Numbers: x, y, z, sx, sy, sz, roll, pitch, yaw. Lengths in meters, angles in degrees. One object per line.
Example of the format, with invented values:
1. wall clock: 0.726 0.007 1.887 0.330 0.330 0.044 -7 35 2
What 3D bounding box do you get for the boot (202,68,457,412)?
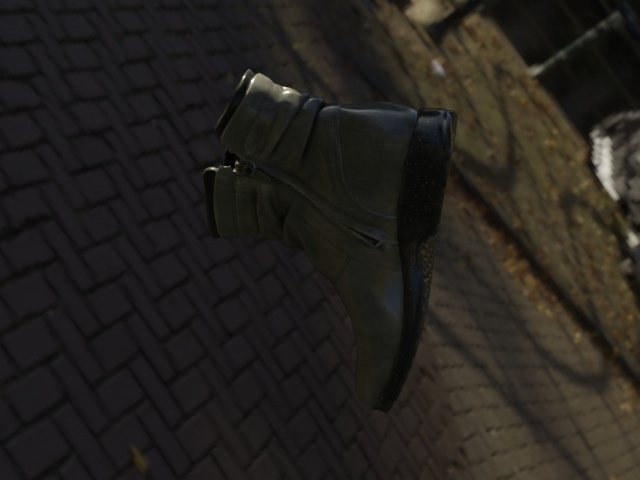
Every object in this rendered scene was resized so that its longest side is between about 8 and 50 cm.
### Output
1. boot: 0.000 0.000 0.902 0.161 0.246 0.083 10 32 6
